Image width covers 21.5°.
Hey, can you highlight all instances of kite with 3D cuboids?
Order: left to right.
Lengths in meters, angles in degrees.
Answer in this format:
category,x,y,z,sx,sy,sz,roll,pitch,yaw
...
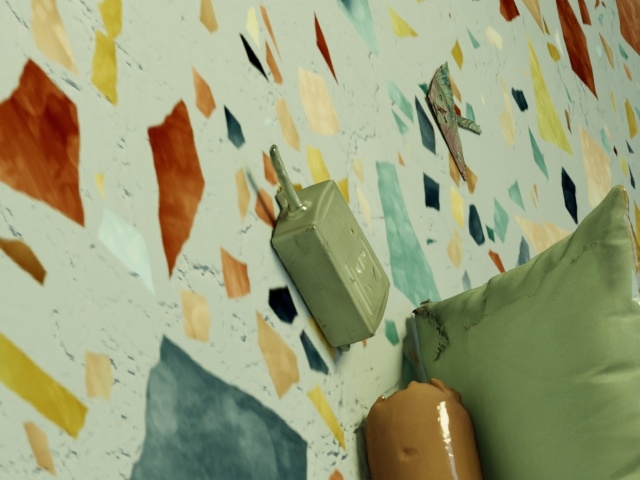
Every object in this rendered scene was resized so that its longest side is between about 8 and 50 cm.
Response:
category,x,y,z,sx,sy,sz,roll,pitch,yaw
kite,0.140,-0.122,1.730,0.152,0.005,0.137,29,50,-58

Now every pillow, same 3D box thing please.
category,x,y,z,sx,sy,sz,roll,pitch,yaw
pillow,0.182,0.152,1.298,0.119,0.312,0.310,0,72,-26

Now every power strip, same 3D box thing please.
category,x,y,z,sx,sy,sz,roll,pitch,yaw
power strip,0.000,0.000,1.281,0.175,0.042,0.075,60,27,-25

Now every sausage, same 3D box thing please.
category,x,y,z,sx,sy,sz,roll,pitch,yaw
sausage,0.091,0.245,1.251,0.086,0.086,0.289,26,50,-59
